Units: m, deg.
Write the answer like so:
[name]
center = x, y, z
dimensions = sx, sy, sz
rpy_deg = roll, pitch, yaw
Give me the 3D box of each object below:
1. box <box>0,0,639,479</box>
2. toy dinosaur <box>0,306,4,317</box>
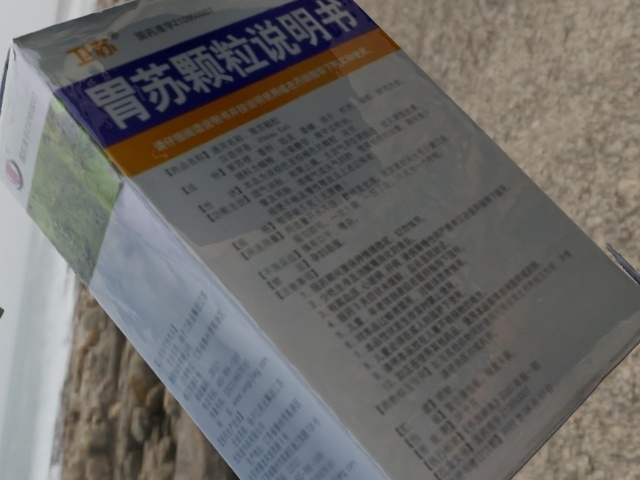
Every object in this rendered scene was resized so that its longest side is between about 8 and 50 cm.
[box]
center = 0.000, 0.000, 0.490
dimensions = 0.299, 0.200, 0.106
rpy_deg = 47, 141, 14
[toy dinosaur]
center = -0.225, 0.076, 0.613
dimensions = 0.083, 0.021, 0.062
rpy_deg = 105, 171, -50
